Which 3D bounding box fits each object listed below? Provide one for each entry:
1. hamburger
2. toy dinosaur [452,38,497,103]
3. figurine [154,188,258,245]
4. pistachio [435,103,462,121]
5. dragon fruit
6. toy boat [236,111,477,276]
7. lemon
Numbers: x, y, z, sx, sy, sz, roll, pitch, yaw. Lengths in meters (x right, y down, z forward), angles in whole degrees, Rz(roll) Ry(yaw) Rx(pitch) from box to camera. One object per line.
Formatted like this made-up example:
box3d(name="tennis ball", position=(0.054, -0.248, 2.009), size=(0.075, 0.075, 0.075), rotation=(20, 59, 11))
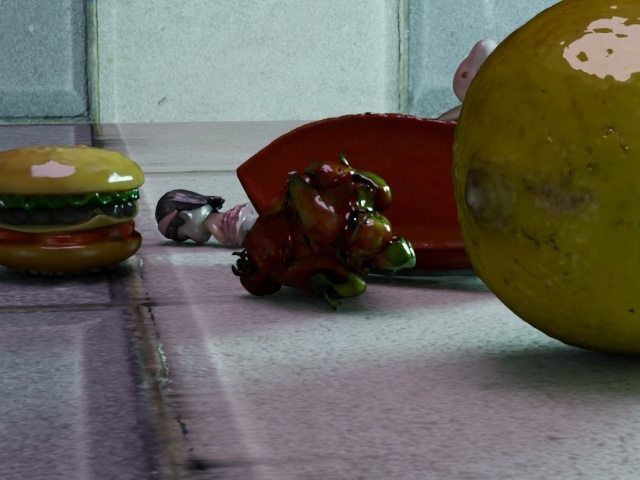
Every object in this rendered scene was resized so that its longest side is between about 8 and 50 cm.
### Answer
box3d(name="hamburger", position=(-0.236, -0.028, 1.348), size=(0.162, 0.115, 0.162), rotation=(0, 6, 0))
box3d(name="toy dinosaur", position=(0.205, -0.099, 1.603), size=(0.177, 0.194, 0.152), rotation=(22, 32, 24))
box3d(name="figurine", position=(-0.106, -0.023, 1.516), size=(0.129, 0.054, 0.072), rotation=(5, 6, 18))
box3d(name="pistachio", position=(0.253, -0.140, 2.064), size=(0.223, 0.126, 0.152), rotation=(-8, -23, -16))
box3d(name="dragon fruit", position=(0.000, 0.000, 1.208), size=(0.142, 0.138, 0.175), rotation=(44, -5, -42))
box3d(name="toy boat", position=(0.077, -0.036, 1.353), size=(0.332, 0.145, 0.133), rotation=(6, -13, 25))
box3d(name="lemon", position=(0.218, -0.046, 1.005), size=(0.310, 0.258, 0.258), rotation=(-11, 14, -42))
